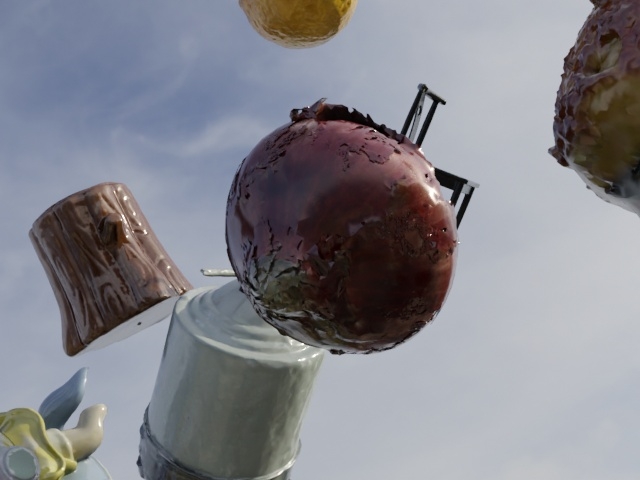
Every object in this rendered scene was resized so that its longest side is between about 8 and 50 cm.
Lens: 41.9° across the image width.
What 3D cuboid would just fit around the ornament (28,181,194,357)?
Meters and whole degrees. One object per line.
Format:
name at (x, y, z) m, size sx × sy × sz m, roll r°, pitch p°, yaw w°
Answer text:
ornament at (-0.336, 0.038, 1.322) m, size 0.235 × 0.217 × 0.221 m, roll -27°, pitch -7°, yaw -29°

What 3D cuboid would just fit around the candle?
candle at (-0.109, 0.184, 1.108) m, size 0.221 × 0.221 × 0.342 m, roll 7°, pitch -67°, yaw -29°

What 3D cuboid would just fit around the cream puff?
cream puff at (0.246, -0.104, 0.480) m, size 0.240 × 0.164 × 0.240 m, roll -25°, pitch -22°, yaw -11°

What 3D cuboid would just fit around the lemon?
lemon at (-0.022, -0.302, 0.987) m, size 0.142 × 0.142 × 0.187 m, roll -3°, pitch -1°, yaw -17°

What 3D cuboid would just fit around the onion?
onion at (0.000, 0.000, 0.575) m, size 0.184 × 0.184 × 0.147 m, roll -43°, pitch -10°, yaw 34°

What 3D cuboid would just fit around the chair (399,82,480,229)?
chair at (0.178, -0.106, 1.349) m, size 0.260 × 0.141 × 0.154 m, roll -69°, pitch -16°, yaw 8°

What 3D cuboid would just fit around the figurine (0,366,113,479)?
figurine at (-0.215, 0.180, 0.593) m, size 0.184 × 0.208 × 0.128 m, roll 37°, pitch -72°, yaw -27°
